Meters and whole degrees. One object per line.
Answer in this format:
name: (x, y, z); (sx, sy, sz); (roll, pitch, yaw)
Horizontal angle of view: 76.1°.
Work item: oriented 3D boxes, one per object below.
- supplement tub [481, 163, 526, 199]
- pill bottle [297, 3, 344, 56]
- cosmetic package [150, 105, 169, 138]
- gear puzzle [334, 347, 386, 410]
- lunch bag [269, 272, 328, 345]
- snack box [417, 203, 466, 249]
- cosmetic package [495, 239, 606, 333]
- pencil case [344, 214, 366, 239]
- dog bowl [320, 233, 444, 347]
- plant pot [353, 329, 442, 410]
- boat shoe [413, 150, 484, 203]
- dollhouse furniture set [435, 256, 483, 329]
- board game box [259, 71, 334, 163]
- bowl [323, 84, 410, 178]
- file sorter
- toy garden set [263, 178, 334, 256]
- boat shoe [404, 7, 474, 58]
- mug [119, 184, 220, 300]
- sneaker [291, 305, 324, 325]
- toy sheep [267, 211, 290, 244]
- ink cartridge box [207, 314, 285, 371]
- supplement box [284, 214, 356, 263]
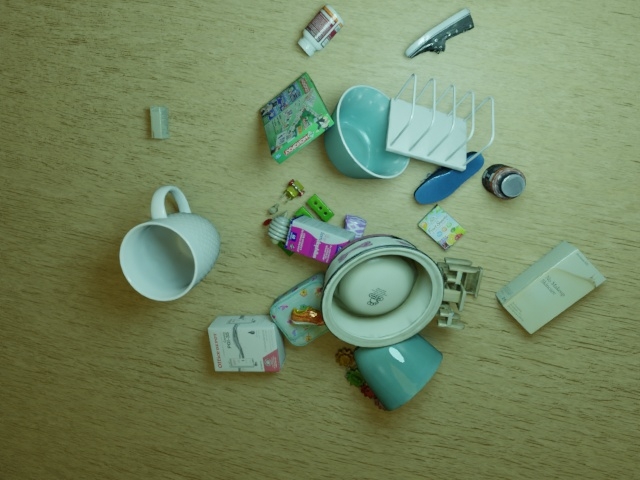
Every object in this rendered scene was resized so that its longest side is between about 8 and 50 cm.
supplement tub: (0.602, -0.193, 1.341); (0.105, 0.198, 0.106); (2, 105, 8)
pill bottle: (-0.002, -0.689, 1.351); (0.152, 0.086, 0.086); (-43, 96, 16)
cosmetic package: (-0.598, -0.439, 1.523); (0.041, 0.060, 0.115); (5, 105, 8)
gear puzzle: (0.202, 0.562, 1.688); (0.339, 0.044, 0.175); (41, 107, -4)
lunch bag: (-0.039, 0.276, 1.612); (0.279, 0.108, 0.224); (-32, 99, 15)
snack box: (0.441, -0.048, 1.488); (0.141, 0.037, 0.100); (42, 106, -4)
cosmetic package: (0.808, 0.167, 1.456); (0.160, 0.113, 0.309); (43, 108, -5)
pencil case: (0.105, 0.007, 1.526); (0.088, 0.086, 0.206); (10, 107, -18)
dog bowl: (0.192, 0.158, 1.369); (0.407, 0.150, 0.408); (-4, 121, -7)
plant pot: (0.266, 0.438, 1.530); (0.235, 0.293, 0.293); (46, 107, 8)
boat shoe: (0.442, -0.213, 1.421); (0.258, 0.089, 0.109); (-29, 113, 10)
dollhouse furniture set: (0.497, 0.168, 1.433); (0.160, 0.242, 0.212); (8, 107, 6)
board game box: (-0.089, -0.409, 1.339); (0.213, 0.317, 0.046); (-33, 133, 15)
bowl: (0.134, -0.327, 1.349); (0.163, 0.311, 0.312); (-21, 105, 53)
file sorter: (0.368, -0.369, 1.268); (0.277, 0.173, 0.193); (12, 70, -11)
toy garden set: (-0.101, -0.093, 1.553); (0.244, 0.049, 0.204); (-42, 98, 17)
boat shoe: (0.386, -0.646, 1.316); (0.228, 0.080, 0.076); (-31, 97, 7)
mug: (-0.521, -0.014, 1.488); (0.276, 0.328, 0.375); (-7, 104, 10)
sneaker: (-0.024, 0.279, 1.523); (0.174, 0.064, 0.068); (1, 97, 4)
toy sheep: (-0.147, -0.044, 1.505); (0.091, 0.091, 0.132); (25, 94, 1)
ink cartridge box: (-0.301, 0.425, 1.687); (0.282, 0.117, 0.208); (-3, 105, 9)
supplement box: (0.000, 0.000, 1.460); (0.219, 0.114, 0.111); (19, 109, 14)
